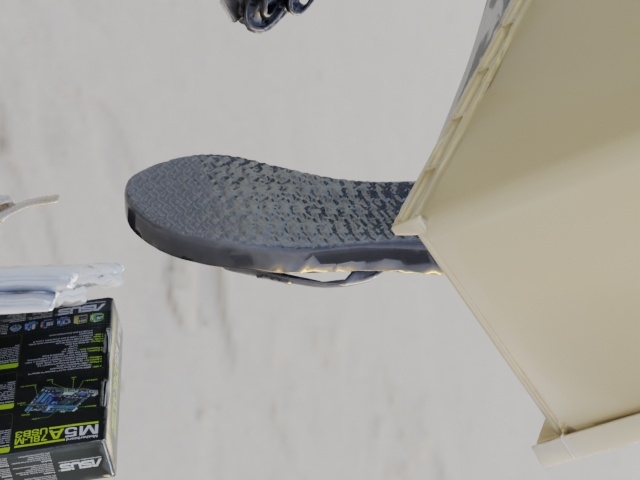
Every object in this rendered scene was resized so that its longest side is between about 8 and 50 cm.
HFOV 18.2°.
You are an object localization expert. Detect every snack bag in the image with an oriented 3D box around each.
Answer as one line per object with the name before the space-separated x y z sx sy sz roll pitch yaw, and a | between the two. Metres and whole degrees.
snack bag | -0.325 0.039 1.503 0.342 0.323 0.037 -23 111 -90

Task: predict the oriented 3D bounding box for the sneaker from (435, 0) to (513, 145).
sneaker | 0.149 -0.098 1.141 0.079 0.121 0.217 -131 -118 -78

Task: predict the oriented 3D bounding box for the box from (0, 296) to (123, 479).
box | -0.253 0.125 1.562 0.184 0.190 0.045 -97 178 -53

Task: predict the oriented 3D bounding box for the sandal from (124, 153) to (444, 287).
sandal | 0.001 0.001 1.248 0.097 0.254 0.054 -109 -149 -51

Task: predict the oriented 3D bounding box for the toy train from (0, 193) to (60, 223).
toy train | -0.298 0.013 1.226 0.248 0.143 0.105 -24 112 -38

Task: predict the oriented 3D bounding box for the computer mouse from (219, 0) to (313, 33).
computer mouse | -0.021 -0.298 1.513 0.188 0.072 0.272 -41 153 -19

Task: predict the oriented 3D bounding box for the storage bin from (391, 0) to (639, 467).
storage bin | 0.197 -0.070 0.781 0.123 0.262 0.260 52 40 -20
